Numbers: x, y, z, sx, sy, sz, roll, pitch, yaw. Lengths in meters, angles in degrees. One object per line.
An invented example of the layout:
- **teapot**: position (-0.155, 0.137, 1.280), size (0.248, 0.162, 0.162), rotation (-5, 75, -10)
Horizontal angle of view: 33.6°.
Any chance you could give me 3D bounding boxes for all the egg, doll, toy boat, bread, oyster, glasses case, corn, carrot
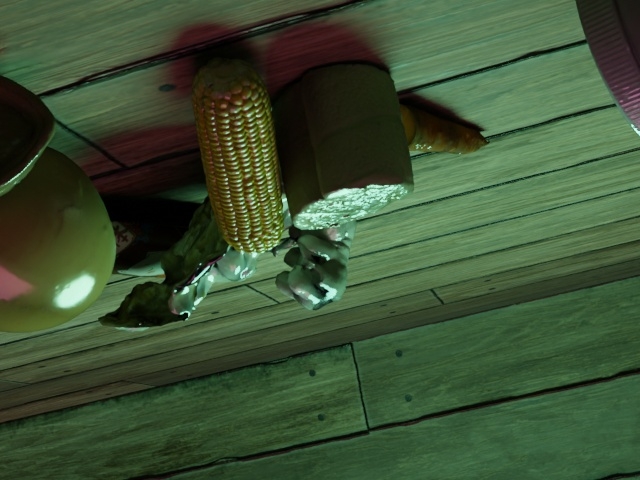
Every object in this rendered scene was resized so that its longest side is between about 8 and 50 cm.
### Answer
- **egg**: position (-0.326, -0.008, 1.086), size (0.201, 0.201, 0.244), rotation (-17, 163, 22)
- **doll**: position (0.000, 0.000, 1.454), size (0.095, 0.192, 0.149), rotation (13, 168, -9)
- **toy boat**: position (-0.329, -0.089, 0.951), size (0.188, 0.116, 0.061), rotation (-7, 170, -6)
- **bread**: position (0.024, -0.097, 1.136), size (0.134, 0.141, 0.148), rotation (-4, 165, -22)
- **oyster**: position (-0.134, 0.003, 1.318), size (0.238, 0.115, 0.351), rotation (-35, 164, -45)
- **glasses case**: position (-0.216, 0.003, 1.457), size (0.122, 0.082, 0.321), rotation (-22, 162, 38)
- **corn**: position (-0.083, -0.084, 1.087), size (0.081, 0.081, 0.248), rotation (-10, 142, -4)
- **carrot**: position (0.149, -0.130, 1.313), size (0.057, 0.057, 0.224), rotation (-21, 168, 33)

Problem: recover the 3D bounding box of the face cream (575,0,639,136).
- **face cream**: position (0.338, -0.196, 0.873), size (0.187, 0.201, 0.201), rotation (-21, 163, 35)
